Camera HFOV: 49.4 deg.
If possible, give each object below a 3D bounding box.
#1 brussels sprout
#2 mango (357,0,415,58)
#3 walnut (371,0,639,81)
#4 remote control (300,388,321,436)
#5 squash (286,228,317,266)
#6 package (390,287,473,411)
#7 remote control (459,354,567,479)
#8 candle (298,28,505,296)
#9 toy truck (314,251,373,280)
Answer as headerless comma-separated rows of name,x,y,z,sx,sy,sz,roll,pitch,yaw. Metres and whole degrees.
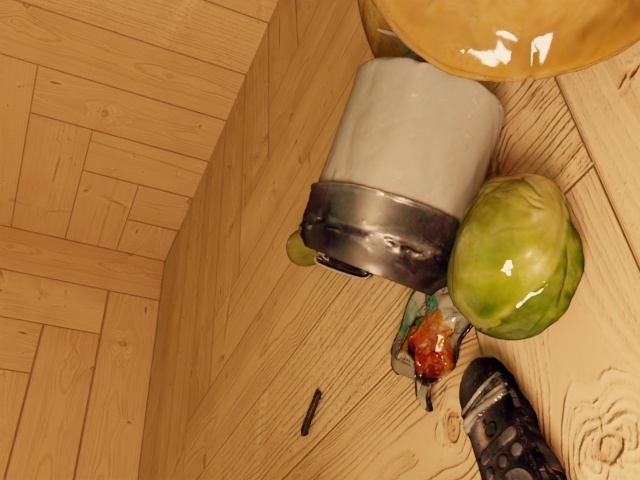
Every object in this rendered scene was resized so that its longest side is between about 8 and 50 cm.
brussels sprout,0.209,0.019,0.749,0.145,0.132,0.183,-64,-8,-78
mango,0.152,-0.376,1.136,0.176,0.176,0.329,35,-135,-78
walnut,0.214,-0.359,0.724,0.384,0.384,0.383,-166,90,-70
remote control,-0.017,0.322,1.303,0.034,0.016,0.091,-88,17,-75
squash,0.000,0.000,1.389,0.250,0.083,0.083,-25,53,62
package,0.157,0.107,0.951,0.166,0.040,0.231,-119,48,-63
remote control,0.206,0.228,0.718,0.090,0.066,0.265,-50,26,25
candle,0.119,-0.112,0.921,0.342,0.222,0.221,-70,19,-6
toy truck,0.086,-0.079,1.151,0.155,0.125,0.267,-96,29,-59
